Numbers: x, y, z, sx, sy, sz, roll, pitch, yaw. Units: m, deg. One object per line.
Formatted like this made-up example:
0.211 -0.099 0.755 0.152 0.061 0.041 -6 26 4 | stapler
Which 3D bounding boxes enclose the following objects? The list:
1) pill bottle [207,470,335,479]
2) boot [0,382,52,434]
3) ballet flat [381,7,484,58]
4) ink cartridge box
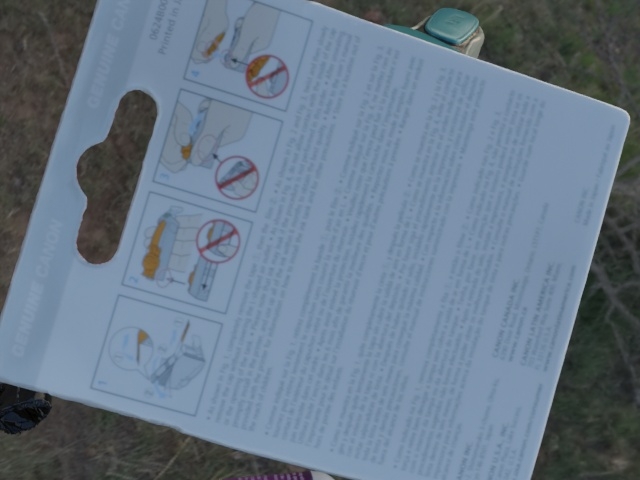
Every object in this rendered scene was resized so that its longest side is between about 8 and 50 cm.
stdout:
-0.059 0.382 1.116 0.302 0.169 0.169 -4 71 -7 | pill bottle
-0.291 0.148 0.935 0.099 0.121 0.045 -103 169 -58 | boot
0.105 -0.174 0.877 0.086 0.086 0.248 57 33 -1 | ballet flat
0.000 0.000 0.637 0.385 0.091 0.308 17 88 -8 | ink cartridge box
